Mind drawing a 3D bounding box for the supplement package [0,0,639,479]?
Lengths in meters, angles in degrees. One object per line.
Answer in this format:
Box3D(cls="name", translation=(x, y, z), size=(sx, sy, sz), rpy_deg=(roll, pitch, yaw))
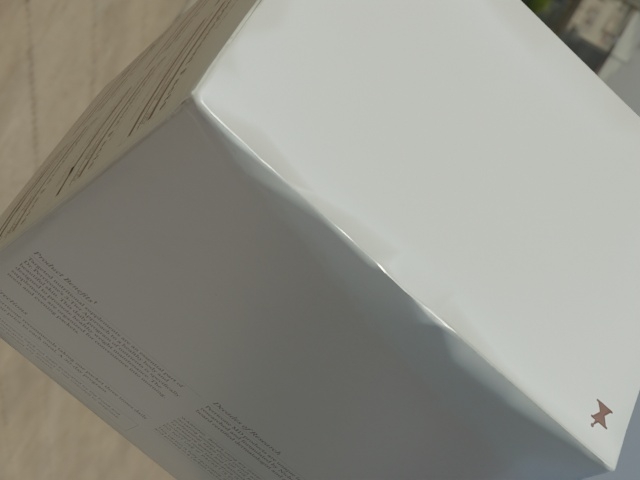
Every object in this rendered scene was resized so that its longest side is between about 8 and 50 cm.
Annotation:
Box3D(cls="supplement package", translation=(0.000, 0.000, 0.542), size=(0.203, 0.194, 0.149), rpy_deg=(-30, -156, 48))
